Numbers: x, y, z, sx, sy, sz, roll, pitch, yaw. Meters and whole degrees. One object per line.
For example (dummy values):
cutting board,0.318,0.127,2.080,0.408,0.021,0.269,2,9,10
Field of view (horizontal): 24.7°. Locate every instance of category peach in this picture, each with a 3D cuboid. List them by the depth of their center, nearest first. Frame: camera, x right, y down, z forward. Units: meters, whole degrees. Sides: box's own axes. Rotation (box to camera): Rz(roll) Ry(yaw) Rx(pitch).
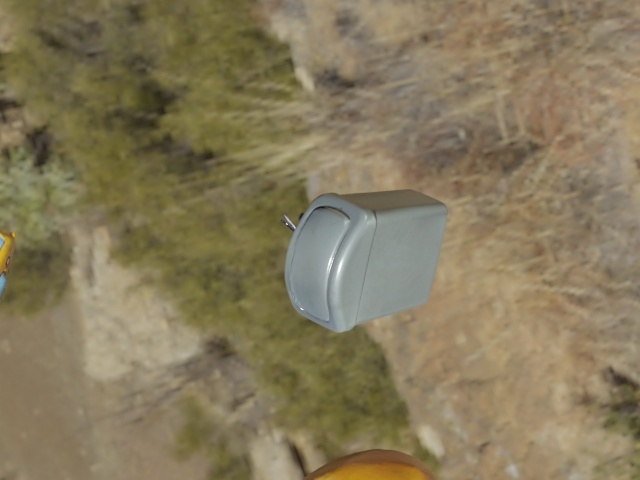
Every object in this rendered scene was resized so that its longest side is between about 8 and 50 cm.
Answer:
peach,0.035,0.225,1.075,0.138,0.138,0.138,37,135,49

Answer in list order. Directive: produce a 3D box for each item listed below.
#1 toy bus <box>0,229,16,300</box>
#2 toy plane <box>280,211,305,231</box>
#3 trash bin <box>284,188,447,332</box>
toy bus,-0.471,0.055,1.849,0.126,0.136,0.210,119,173,-56
toy plane,0.000,0.000,2.048,0.121,0.049,0.031,47,145,7
trash bin,0.061,0.022,1.964,0.101,0.236,0.177,23,112,37
